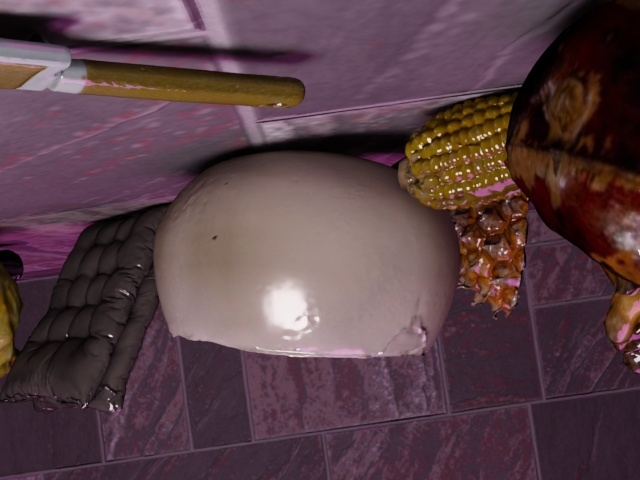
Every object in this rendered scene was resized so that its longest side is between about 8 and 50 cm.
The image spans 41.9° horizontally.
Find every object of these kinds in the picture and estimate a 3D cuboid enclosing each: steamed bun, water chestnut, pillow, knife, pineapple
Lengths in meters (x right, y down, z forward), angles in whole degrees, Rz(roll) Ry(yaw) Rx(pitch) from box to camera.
[{"bbox_3d":[-0.015,0.010,0.891,0.324,0.206,0.324,4,179,0],"label":"steamed bun"},{"bbox_3d":[0.212,-0.037,0.483,0.223,0.238,0.224,19,-163,-6],"label":"water chestnut"},{"bbox_3d":[-0.322,0.098,1.216,0.228,0.326,0.101,-9,144,42],"label":"pillow"},{"bbox_3d":[-0.145,-0.090,0.411,0.343,0.027,0.061,-2,179,-35],"label":"knife"},{"bbox_3d":[0.169,-0.014,1.278,0.271,0.263,0.262,5,179,7],"label":"pineapple"}]

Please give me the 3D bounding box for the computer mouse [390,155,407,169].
[{"bbox_3d":[0.206,-0.091,0.933,0.158,0.072,0.310,-3,175,-42],"label":"computer mouse"}]

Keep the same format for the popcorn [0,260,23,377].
[{"bbox_3d":[-0.538,0.098,1.204,0.215,0.252,0.286,-52,-175,-27],"label":"popcorn"}]

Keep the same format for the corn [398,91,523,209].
[{"bbox_3d":[0.215,-0.092,0.720,0.319,0.097,0.097,-11,176,23],"label":"corn"}]

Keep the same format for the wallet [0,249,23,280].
[{"bbox_3d":[-0.700,0.055,1.476,0.262,0.071,0.221,-2,180,20],"label":"wallet"}]
